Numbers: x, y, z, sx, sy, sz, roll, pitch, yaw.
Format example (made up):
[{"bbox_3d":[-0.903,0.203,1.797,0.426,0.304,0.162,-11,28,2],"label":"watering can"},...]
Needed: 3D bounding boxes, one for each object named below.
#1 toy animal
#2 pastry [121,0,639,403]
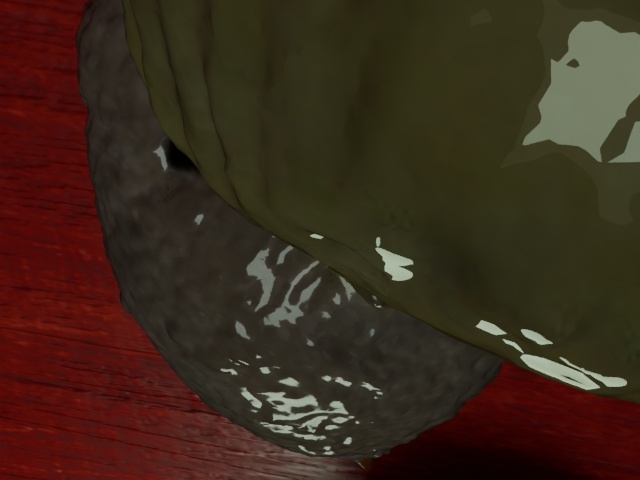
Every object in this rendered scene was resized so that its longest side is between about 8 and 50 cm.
[{"bbox_3d":[0.002,0.005,0.806,0.226,0.188,0.358,2,137,25],"label":"toy animal"},{"bbox_3d":[0.118,-0.133,0.499,0.388,0.388,0.312,17,114,0],"label":"pastry"}]
